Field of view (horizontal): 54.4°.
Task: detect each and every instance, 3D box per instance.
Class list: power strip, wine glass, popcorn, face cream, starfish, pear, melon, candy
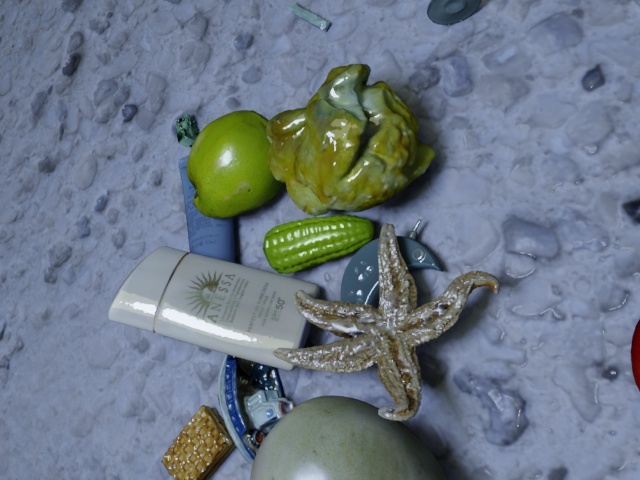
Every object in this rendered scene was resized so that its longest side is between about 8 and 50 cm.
[{"bbox_3d":[0.116,0.058,1.068,0.216,0.044,0.137,-50,57,11],"label":"power strip"},{"bbox_3d":[0.138,-0.524,1.181,0.264,0.096,0.309,-21,67,26],"label":"wine glass"},{"bbox_3d":[0.038,-0.157,1.067,0.276,0.225,0.276,-36,19,14],"label":"popcorn"},{"bbox_3d":[-0.224,-0.024,1.274,0.135,0.086,0.385,-16,65,16],"label":"face cream"},{"bbox_3d":[0.100,0.138,0.969,0.375,0.094,0.327,-30,45,9],"label":"starfish"},{"bbox_3d":[-0.188,0.112,1.123,0.348,0.081,0.173,14,58,9],"label":"face cream"},{"bbox_3d":[-0.166,-0.145,1.209,0.219,0.187,0.187,-43,59,4],"label":"pear"},{"bbox_3d":[0.051,0.386,0.890,0.330,0.268,0.268,44,102,15],"label":"melon"},{"bbox_3d":[0.000,0.000,1.128,0.209,0.097,0.097,-13,70,22],"label":"candy"}]

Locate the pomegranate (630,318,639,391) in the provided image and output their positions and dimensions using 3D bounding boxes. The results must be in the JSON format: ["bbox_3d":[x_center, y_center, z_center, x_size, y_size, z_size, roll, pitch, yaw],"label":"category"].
[{"bbox_3d":[0.489,0.146,0.728,0.235,0.210,0.210,16,85,8],"label":"pomegranate"}]

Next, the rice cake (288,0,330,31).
[{"bbox_3d":[-0.024,-0.471,1.308,0.121,0.021,0.022,41,109,32],"label":"rice cake"}]

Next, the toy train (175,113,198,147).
[{"bbox_3d":[-0.299,-0.246,1.394,0.033,0.053,0.083,-29,65,22],"label":"toy train"}]

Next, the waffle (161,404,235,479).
[{"bbox_3d":[-0.232,0.399,1.186,0.148,0.042,0.102,-52,56,9],"label":"waffle"}]

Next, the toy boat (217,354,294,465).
[{"bbox_3d":[-0.107,0.268,1.099,0.115,0.114,0.262,-44,50,27],"label":"toy boat"}]
